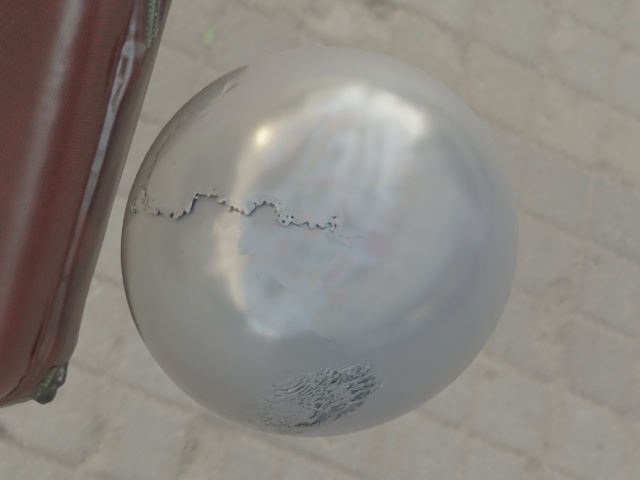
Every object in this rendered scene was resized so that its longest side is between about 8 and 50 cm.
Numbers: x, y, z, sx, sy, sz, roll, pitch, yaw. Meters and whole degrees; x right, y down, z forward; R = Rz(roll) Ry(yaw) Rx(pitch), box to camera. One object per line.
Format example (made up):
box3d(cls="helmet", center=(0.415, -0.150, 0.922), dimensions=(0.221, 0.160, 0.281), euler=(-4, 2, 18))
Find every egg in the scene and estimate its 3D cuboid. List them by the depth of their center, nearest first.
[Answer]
box3d(cls="egg", center=(0.000, 0.000, 0.688), dimensions=(0.146, 0.146, 0.199), euler=(53, 16, 4))

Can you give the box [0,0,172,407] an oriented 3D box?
box3d(cls="box", center=(-0.222, -0.090, 1.032), dimensions=(0.263, 0.404, 0.108), euler=(27, 31, 15))
